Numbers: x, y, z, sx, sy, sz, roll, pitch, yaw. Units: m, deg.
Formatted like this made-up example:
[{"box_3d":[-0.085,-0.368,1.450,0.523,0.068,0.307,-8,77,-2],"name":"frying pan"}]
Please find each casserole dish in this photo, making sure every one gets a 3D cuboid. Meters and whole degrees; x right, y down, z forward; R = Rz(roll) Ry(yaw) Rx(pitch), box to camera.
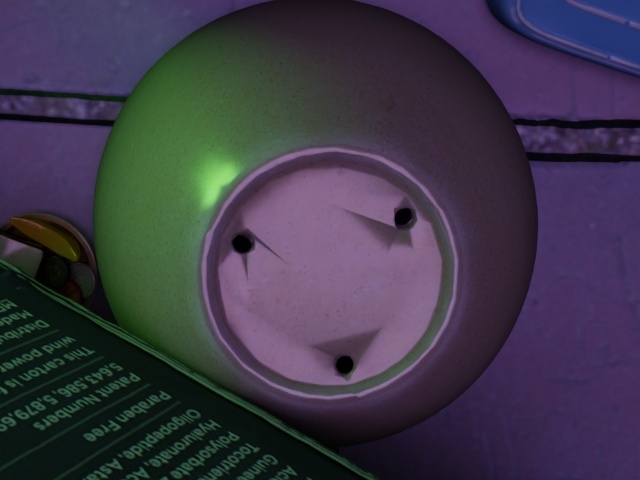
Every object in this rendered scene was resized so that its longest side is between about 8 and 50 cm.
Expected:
[{"box_3d":[0.192,-0.154,0.597,0.188,0.037,0.114,16,123,-7],"name":"casserole dish"}]

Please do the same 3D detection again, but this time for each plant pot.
[{"box_3d":[0.000,0.000,0.558,0.284,0.191,0.284,0,99,-3],"name":"plant pot"}]

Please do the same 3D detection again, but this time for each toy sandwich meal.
[{"box_3d":[-0.184,0.020,0.627,0.085,0.029,0.086,1,99,8],"name":"toy sandwich meal"}]

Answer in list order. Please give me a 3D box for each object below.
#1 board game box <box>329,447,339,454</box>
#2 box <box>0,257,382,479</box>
[{"box_3d":[-0.085,0.191,0.669,0.186,0.026,0.126,4,100,-4],"name":"board game box"},{"box_3d":[-0.113,0.334,0.426,0.471,0.297,0.480,25,113,18],"name":"box"}]
